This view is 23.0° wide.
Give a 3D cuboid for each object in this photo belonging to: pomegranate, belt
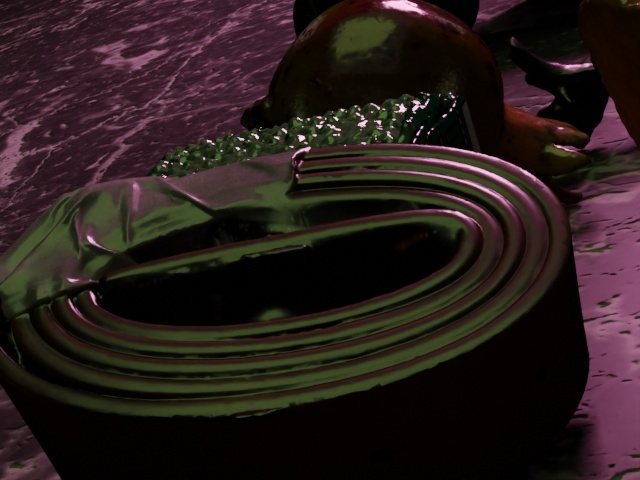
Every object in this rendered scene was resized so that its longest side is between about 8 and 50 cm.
[{"bbox_3d":[0.072,-0.075,1.168,0.246,0.198,0.198,31,42,16],"label":"pomegranate"},{"bbox_3d":[-0.023,0.050,0.891,0.339,0.122,0.217,-8,42,10],"label":"belt"}]

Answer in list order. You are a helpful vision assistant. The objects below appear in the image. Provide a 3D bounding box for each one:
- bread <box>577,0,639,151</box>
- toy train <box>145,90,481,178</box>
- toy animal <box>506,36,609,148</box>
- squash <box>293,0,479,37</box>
[{"bbox_3d":[0.261,-0.078,0.874,0.146,0.268,0.268,-36,21,-2],"label":"bread"},{"bbox_3d":[0.000,0.000,1.057,0.270,0.154,0.115,-10,24,24],"label":"toy train"},{"bbox_3d":[0.277,-0.225,1.279,0.195,0.090,0.324,17,74,10],"label":"toy animal"},{"bbox_3d":[0.069,-0.241,1.623,0.193,0.156,0.193,-37,8,6],"label":"squash"}]
